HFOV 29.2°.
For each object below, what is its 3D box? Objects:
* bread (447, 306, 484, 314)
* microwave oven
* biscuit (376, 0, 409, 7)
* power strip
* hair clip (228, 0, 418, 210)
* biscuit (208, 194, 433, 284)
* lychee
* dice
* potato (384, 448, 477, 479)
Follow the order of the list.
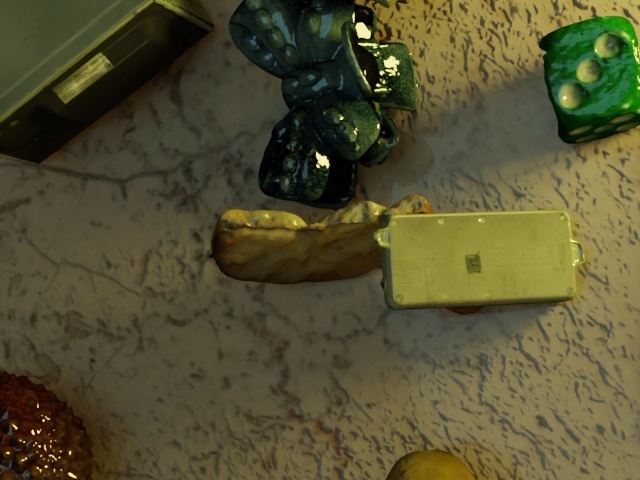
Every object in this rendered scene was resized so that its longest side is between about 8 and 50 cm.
[{"bbox_3d":[0.185,0.055,1.598,0.085,0.053,0.085,-4,80,26],"label":"bread"},{"bbox_3d":[-0.374,-0.311,1.763,0.355,0.218,0.286,-36,75,14],"label":"microwave oven"},{"bbox_3d":[0.038,-0.365,1.639,0.273,0.187,0.036,22,123,31],"label":"biscuit"},{"bbox_3d":[0.196,0.023,1.539,0.270,0.046,0.118,-2,83,-9],"label":"power strip"},{"bbox_3d":[0.007,-0.201,1.633,0.206,0.194,0.310,-17,78,29],"label":"hair clip"},{"bbox_3d":[0.002,0.002,1.626,0.299,0.154,0.045,-4,54,6],"label":"biscuit"},{"bbox_3d":[-0.431,0.309,1.695,0.267,0.267,0.268,-2,84,21],"label":"lychee"},{"bbox_3d":[0.342,-0.198,1.523,0.120,0.131,0.128,-14,79,17],"label":"dice"},{"bbox_3d":[0.138,0.390,1.504,0.229,0.229,0.266,5,76,21],"label":"potato"}]
